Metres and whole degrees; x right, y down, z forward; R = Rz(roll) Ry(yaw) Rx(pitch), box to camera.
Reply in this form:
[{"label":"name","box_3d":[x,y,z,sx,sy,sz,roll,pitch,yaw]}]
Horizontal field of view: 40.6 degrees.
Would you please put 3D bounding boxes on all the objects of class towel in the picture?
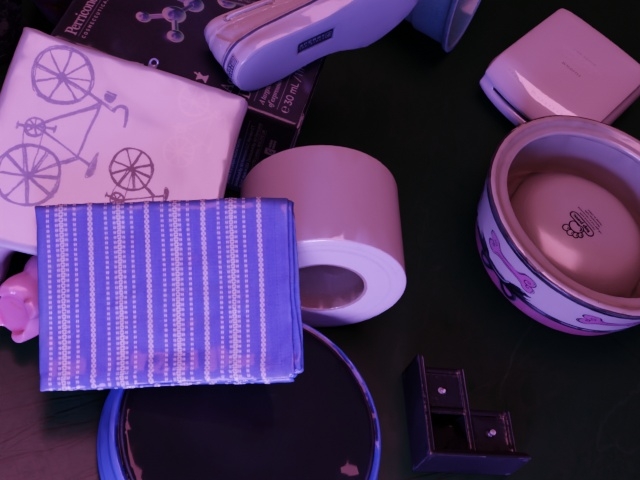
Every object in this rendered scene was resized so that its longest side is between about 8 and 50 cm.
[{"label":"towel","box_3d":[-0.193,0.068,1.107,0.336,0.040,0.243,-2,86,-4]}]

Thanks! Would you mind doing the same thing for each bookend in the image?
[{"label":"bookend","box_3d":[0.212,0.259,1.281,0.157,0.072,0.156,7,55,-14]}]

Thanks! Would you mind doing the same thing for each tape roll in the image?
[{"label":"tape roll","box_3d":[0.000,0.000,1.280,0.246,0.246,0.169,7,55,-14]}]

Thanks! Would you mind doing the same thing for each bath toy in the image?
[{"label":"bath toy","box_3d":[-0.393,0.055,1.196,0.348,0.151,0.129,39,27,6]}]

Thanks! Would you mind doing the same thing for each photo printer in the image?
[{"label":"photo printer","box_3d":[0.481,-0.312,1.729,0.256,0.107,0.307,43,55,13]}]

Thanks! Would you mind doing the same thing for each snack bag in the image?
[{"label":"snack bag","box_3d":[-0.286,-0.111,1.193,0.343,0.037,0.323,15,70,-12]}]

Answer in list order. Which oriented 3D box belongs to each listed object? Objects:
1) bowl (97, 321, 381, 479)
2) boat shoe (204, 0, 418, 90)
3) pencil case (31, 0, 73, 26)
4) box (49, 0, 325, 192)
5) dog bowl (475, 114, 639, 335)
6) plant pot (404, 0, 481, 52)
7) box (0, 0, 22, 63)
[{"label":"bowl","box_3d":[-0.100,0.264,1.176,0.391,0.077,0.391,9,55,-13]},{"label":"boat shoe","box_3d":[-0.019,-0.363,1.339,0.367,0.136,0.156,-30,67,-21]},{"label":"pencil case","box_3d":[-0.433,-0.441,1.414,0.124,0.284,0.124,0,87,-6]},{"label":"box","box_3d":[-0.203,-0.288,1.431,0.396,0.212,0.293,19,54,-4]},{"label":"dog bowl","box_3d":[0.451,-0.015,1.495,0.408,0.150,0.408,8,56,-13]},{"label":"plant pot","box_3d":[0.171,-0.597,1.705,0.334,0.341,0.341,27,53,10]},{"label":"box","box_3d":[-0.569,-0.349,1.387,0.093,0.158,0.156,43,56,13]}]
